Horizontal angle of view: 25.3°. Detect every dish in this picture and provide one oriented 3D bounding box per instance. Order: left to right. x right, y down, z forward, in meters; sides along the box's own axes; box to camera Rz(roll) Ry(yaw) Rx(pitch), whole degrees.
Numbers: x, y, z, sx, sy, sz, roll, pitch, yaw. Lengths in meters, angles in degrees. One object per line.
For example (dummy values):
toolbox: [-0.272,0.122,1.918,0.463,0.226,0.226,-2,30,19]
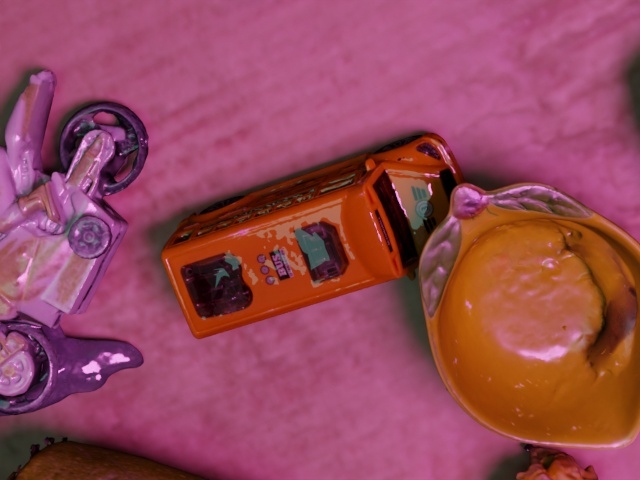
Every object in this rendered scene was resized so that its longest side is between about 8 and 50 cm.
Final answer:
dish: [0.135,0.038,0.900,0.149,0.080,0.208,-30,108,7]

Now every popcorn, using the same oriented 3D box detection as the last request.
popcorn: [0.149,0.168,0.949,0.084,0.084,0.084,3,105,12]

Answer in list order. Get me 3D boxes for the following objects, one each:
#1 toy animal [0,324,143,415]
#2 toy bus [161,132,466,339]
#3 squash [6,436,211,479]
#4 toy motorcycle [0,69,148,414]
toy animal: [-0.324,0.147,1.035,0.206,0.081,0.367,41,106,-15]
toy bus: [0.000,0.000,0.924,0.194,0.088,0.083,-19,101,16]
squash: [-0.091,0.254,0.963,0.260,0.189,0.189,19,108,12]
toy motorcycle: [-0.211,-0.003,0.970,0.151,0.074,0.229,22,94,8]
